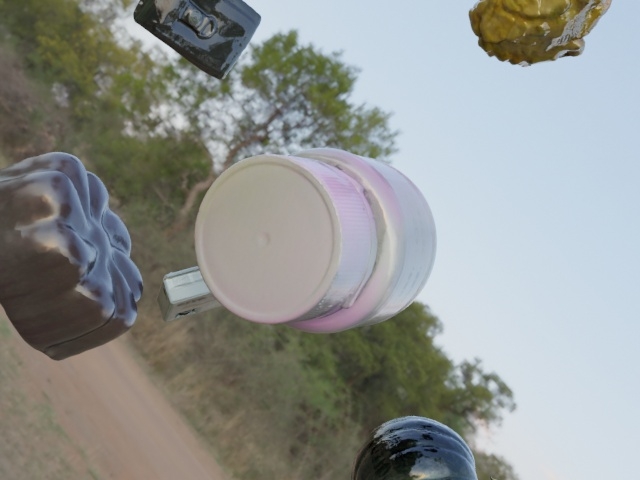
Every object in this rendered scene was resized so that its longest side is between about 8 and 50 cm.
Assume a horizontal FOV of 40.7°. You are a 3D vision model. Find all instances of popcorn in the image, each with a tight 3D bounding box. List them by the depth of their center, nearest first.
[{"bbox_3d":[0.378,-0.409,1.467,0.250,0.250,0.189,76,7,-69],"label":"popcorn"}]

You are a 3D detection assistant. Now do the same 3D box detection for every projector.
[{"bbox_3d":[-0.208,0.083,1.518,0.061,0.147,0.115,68,-23,16],"label":"projector"}]

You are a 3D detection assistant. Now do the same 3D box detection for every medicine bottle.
[{"bbox_3d":[0.000,0.000,1.119,0.241,0.241,0.302,49,18,17],"label":"medicine bottle"}]

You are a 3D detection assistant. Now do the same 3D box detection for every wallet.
[{"bbox_3d":[-0.234,-0.439,1.699,0.245,0.168,0.052,31,1,-43],"label":"wallet"}]

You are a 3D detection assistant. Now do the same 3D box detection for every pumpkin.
[{"bbox_3d":[0.155,0.375,1.246,0.250,0.216,0.249,-9,90,-82],"label":"pumpkin"}]

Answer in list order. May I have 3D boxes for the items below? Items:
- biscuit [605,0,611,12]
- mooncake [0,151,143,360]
[{"bbox_3d":[0.649,-0.719,2.154,0.339,0.216,0.047,55,-10,12],"label":"biscuit"},{"bbox_3d":[-0.384,0.022,1.287,0.306,0.154,0.306,-18,90,-84],"label":"mooncake"}]
